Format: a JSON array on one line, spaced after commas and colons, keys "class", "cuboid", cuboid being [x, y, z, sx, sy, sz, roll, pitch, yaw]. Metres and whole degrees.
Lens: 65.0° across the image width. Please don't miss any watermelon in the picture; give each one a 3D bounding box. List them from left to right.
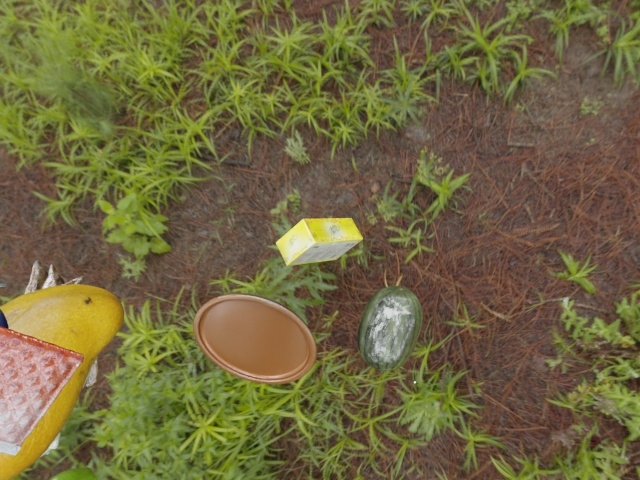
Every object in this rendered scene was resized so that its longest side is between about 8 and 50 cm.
[{"class": "watermelon", "cuboid": [0.084, 0.109, 0.616, 0.078, 0.078, 0.110, 19, 90, 15]}]

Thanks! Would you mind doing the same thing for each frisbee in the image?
[{"class": "frisbee", "cuboid": [-0.129, 0.196, 0.983, 0.251, 0.251, 0.021, 1, 36, 11]}]

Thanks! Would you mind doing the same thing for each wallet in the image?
[{"class": "wallet", "cuboid": [-0.294, 0.097, 0.372, 0.103, 0.196, 0.020, -52, 40, 1]}]

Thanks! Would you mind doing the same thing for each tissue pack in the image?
[{"class": "tissue pack", "cuboid": [0.000, 0.000, 1.093, 0.095, 0.176, 0.062, -39, 68, 34]}]

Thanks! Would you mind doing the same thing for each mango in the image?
[{"class": "mango", "cuboid": [-0.385, 0.172, 0.649, 0.120, 0.177, 0.295, 0, 45, 27]}]

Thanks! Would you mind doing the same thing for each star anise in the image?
[{"class": "star anise", "cuboid": [-0.640, 0.206, 1.227, 0.349, 0.109, 0.292, 7, 103, 36]}]

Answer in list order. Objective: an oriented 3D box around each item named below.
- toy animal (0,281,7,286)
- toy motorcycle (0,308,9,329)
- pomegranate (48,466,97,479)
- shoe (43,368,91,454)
[{"class": "toy animal", "cuboid": [-0.764, 0.125, 1.168, 0.050, 0.028, 0.084, 31, 39, 23]}, {"class": "toy motorcycle", "cuboid": [-0.435, 0.103, 0.477, 0.331, 0.196, 0.125, -18, 56, 29]}, {"class": "pomegranate", "cuboid": [-0.594, 0.669, 1.171, 0.159, 0.190, 0.241, -10, 67, -38]}, {"class": "shoe", "cuboid": [-0.497, 0.313, 0.867, 0.316, 0.159, 0.124, -39, 63, -6]}]
